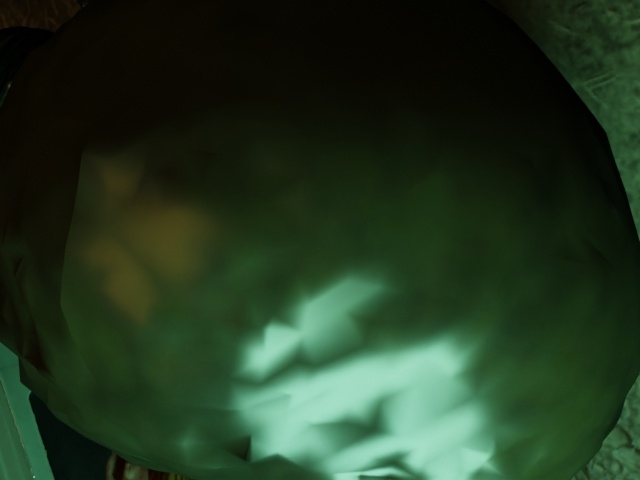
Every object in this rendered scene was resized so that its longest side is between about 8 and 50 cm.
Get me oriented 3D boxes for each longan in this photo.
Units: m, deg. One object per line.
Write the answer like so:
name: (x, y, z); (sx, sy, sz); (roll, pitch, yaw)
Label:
longan: (-0.004, -0.005, 0.603); (0.436, 0.404, 0.404); (19, 113, -11)

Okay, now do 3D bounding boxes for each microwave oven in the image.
microwave oven: (-0.319, 0.222, 0.947); (0.237, 0.181, 0.295); (-17, 92, 32)

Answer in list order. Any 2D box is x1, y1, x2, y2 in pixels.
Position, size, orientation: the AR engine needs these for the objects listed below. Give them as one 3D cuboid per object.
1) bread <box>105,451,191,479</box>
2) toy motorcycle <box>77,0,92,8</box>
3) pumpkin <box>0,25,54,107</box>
bread: (-0.097, 0.233, 0.810); (0.142, 0.212, 0.224); (-6, 97, 34)
toy motorcycle: (-0.230, -0.325, 0.824); (0.358, 0.125, 0.213); (18, 100, 23)
pumpkin: (-0.276, -0.117, 0.872); (0.211, 0.152, 0.212); (13, 124, 20)
